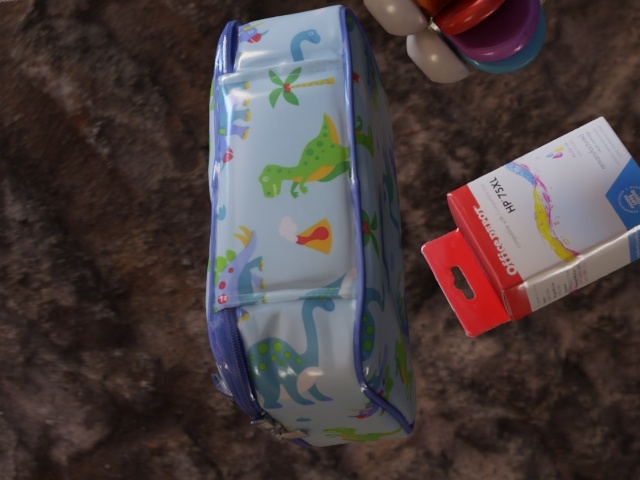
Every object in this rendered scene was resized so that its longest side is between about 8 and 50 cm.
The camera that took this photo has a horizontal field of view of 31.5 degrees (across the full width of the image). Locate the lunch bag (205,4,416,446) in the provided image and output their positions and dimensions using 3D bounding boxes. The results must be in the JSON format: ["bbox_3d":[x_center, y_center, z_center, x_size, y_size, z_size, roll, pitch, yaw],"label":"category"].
[{"bbox_3d":[0.000,0.000,0.625,0.090,0.176,0.219,-7,-110,13],"label":"lunch bag"}]

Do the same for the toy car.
[{"bbox_3d":[0.145,-0.223,1.053,0.159,0.136,0.182,-44,-46,7],"label":"toy car"}]

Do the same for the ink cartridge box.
[{"bbox_3d":[0.225,-0.012,1.180,0.231,0.078,0.134,-27,-123,1],"label":"ink cartridge box"}]
